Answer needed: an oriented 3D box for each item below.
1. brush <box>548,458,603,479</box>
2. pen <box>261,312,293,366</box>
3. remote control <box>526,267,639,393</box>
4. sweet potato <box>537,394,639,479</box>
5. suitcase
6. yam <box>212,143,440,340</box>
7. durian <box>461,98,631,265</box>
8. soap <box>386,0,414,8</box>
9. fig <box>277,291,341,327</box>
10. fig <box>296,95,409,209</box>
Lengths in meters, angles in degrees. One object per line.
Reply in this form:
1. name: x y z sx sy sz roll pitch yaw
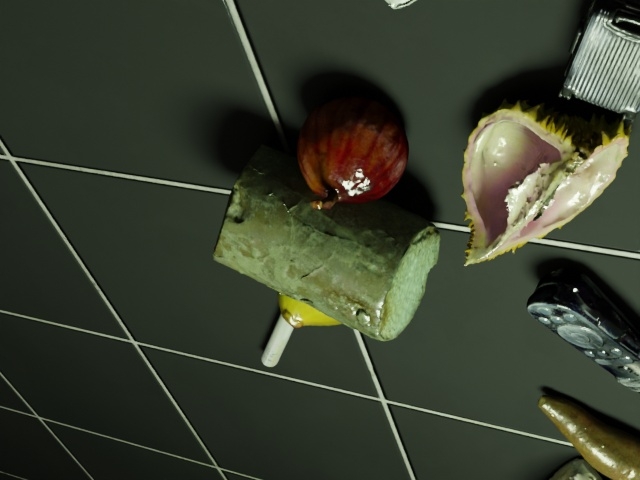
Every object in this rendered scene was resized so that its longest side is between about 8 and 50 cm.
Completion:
1. brush: 0.431 0.423 1.624 0.166 0.174 0.267 34 143 4
2. pen: -0.056 0.136 1.666 0.033 0.033 0.269 25 148 1
3. remote control: 0.364 0.120 1.327 0.266 0.066 0.090 36 161 -24
4. sweet potato: 0.411 0.297 1.533 0.243 0.077 0.077 28 149 4
5. suitcase: 0.269 -0.171 0.960 0.086 0.059 0.126 20 146 8
6. yam: 0.000 0.000 1.281 0.268 0.161 0.161 26 149 12
7. durian: 0.222 -0.063 1.085 0.165 0.132 0.182 5 133 11
8. soap: 0.089 -0.285 0.914 0.121 0.064 0.183 39 147 -21
9. fig: 0.014 0.051 1.417 0.136 0.121 0.153 39 123 -11
10. fig: 0.039 -0.091 1.181 0.128 0.150 0.128 -8 128 -10
